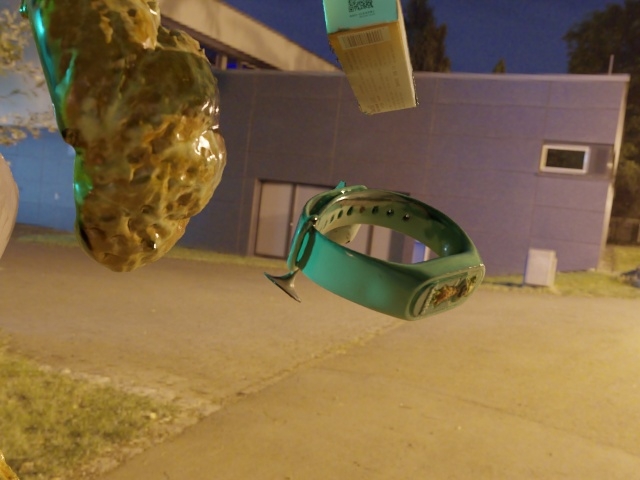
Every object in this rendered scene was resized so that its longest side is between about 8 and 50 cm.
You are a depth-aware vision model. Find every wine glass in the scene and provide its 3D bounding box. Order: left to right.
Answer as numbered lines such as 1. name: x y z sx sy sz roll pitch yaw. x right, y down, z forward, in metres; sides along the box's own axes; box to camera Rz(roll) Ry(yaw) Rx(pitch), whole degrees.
1. wine glass: 0.000 0.000 1.019 0.079 0.195 0.079 38 -2 2

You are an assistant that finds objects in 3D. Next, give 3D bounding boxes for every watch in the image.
1. watch: 0.072 0.005 0.716 0.237 0.068 0.195 -12 42 -45

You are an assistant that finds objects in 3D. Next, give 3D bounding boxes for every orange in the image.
1. orange: -0.226 -0.140 0.796 0.210 0.368 0.271 -6 28 -8

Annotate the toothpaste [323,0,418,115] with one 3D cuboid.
1. toothpaste: 0.074 -0.238 0.836 0.089 0.071 0.313 -9 -8 11

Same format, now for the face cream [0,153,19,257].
1. face cream: -0.245 0.032 0.270 0.175 0.194 0.175 7 -34 4

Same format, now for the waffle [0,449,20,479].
1. waffle: -0.410 0.156 0.700 0.060 0.311 0.307 -23 13 -35
